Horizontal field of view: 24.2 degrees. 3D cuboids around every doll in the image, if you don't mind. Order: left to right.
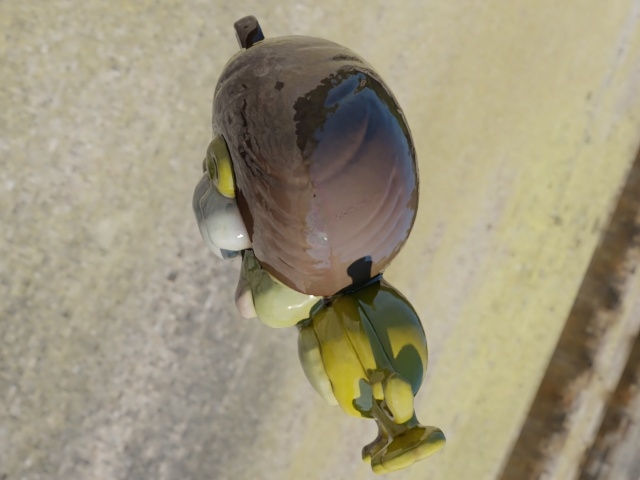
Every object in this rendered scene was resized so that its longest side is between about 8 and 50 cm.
[{"bbox_3d":[0.000,0.000,0.605,0.145,0.096,0.188,72,1,-64],"label":"doll"}]
